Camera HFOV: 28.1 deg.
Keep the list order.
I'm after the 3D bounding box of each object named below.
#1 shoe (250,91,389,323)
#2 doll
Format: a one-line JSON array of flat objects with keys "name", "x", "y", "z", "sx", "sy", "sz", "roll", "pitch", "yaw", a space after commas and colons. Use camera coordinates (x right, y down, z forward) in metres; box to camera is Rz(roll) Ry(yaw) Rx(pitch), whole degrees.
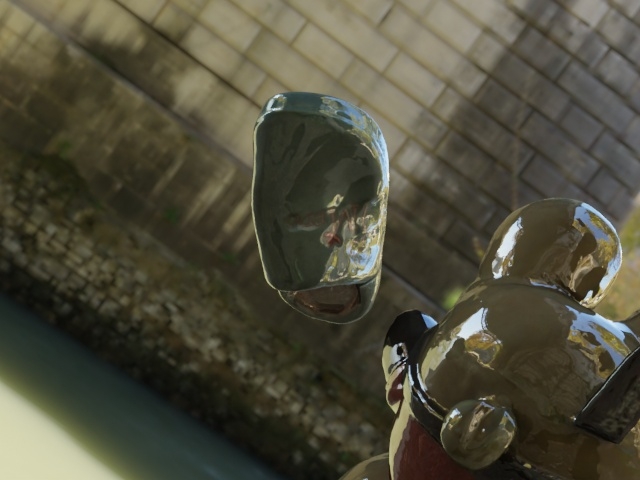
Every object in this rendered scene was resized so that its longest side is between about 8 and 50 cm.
[{"name": "shoe", "x": 0.000, "y": 0.000, "z": 0.772, "sx": 0.079, "sy": 0.078, "sz": 0.195, "roll": 5, "pitch": -37, "yaw": 9}, {"name": "doll", "x": 0.092, "y": 0.151, "z": 0.660, "sx": 0.235, "sy": 0.330, "sz": 0.174, "roll": 31, "pitch": 28, "yaw": 25}]
